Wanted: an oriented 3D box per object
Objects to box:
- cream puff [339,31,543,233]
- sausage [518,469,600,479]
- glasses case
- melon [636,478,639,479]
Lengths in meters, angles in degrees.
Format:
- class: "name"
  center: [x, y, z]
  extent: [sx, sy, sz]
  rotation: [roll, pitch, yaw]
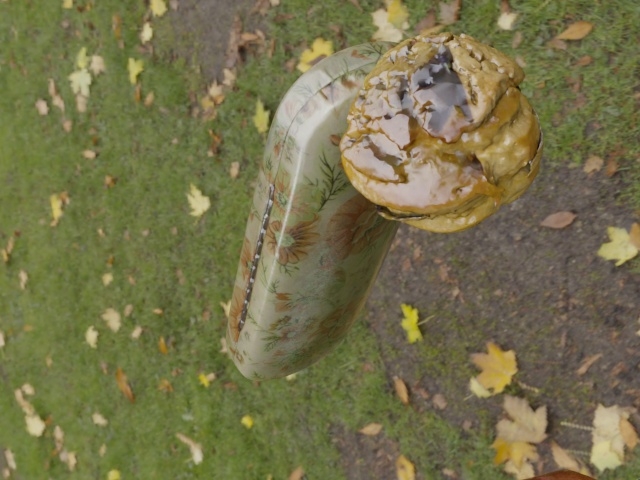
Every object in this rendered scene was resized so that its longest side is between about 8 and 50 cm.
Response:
- class: "cream puff"
  center: [0.073, -0.073, 0.439]
  extent: [0.119, 0.104, 0.133]
  rotation: [-10, 67, 27]
- class: "sausage"
  center: [0.159, 0.342, 0.809]
  extent: [0.097, 0.348, 0.094]
  rotation: [-95, -15, -45]
- class: "glasses case"
  center: [0.000, 0.000, 0.687]
  extent: [0.098, 0.156, 0.425]
  rotation: [53, 146, 28]
- class: "melon"
  center: [0.311, 0.340, 0.543]
  extent: [0.268, 0.268, 0.330]
  rotation: [-37, 86, 44]
